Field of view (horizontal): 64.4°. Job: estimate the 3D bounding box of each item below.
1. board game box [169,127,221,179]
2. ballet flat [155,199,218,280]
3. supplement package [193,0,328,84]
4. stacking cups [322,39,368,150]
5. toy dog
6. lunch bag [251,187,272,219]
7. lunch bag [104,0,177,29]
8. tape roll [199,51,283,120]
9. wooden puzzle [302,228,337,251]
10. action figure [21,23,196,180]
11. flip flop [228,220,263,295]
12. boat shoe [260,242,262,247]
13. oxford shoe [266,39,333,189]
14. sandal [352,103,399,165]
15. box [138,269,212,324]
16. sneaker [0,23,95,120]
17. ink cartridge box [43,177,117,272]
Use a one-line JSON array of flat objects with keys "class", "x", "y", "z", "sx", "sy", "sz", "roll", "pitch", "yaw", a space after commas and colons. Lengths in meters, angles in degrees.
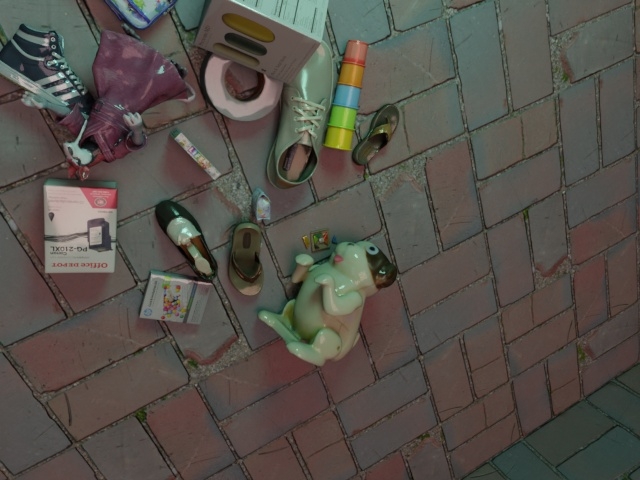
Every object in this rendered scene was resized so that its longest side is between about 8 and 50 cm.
[{"class": "board game box", "x": -0.344, "y": -0.238, "z": 1.397, "sx": 0.026, "sy": 0.103, "sz": 0.154, "roll": -44, "pitch": 120, "yaw": -4}, {"class": "ballet flat", "x": -0.376, "y": 0.006, "z": 1.478, "sx": 0.095, "sy": 0.096, "sz": 0.280, "roll": -35, "pitch": 119, "yaw": -8}, {"class": "supplement package", "x": -0.143, "y": -0.559, "z": 1.250, "sx": 0.263, "sy": 0.199, "sz": 0.197, "roll": 17, "pitch": 68, "yaw": -22}, {"class": "stacking cups", "x": 0.073, "y": -0.433, "z": 1.526, "sx": 0.096, "sy": 0.096, "sz": 0.315, "roll": 2, "pitch": 104, "yaw": -25}, {"class": "toy dog", "x": 0.068, "y": 0.187, "z": 1.642, "sx": 0.396, "sy": 0.285, "sz": 0.407, "roll": 32, "pitch": 92, "yaw": -30}, {"class": "lunch bag", "x": -0.178, "y": -0.111, "z": 1.537, "sx": 0.053, "sy": 0.071, "sz": 0.083, "roll": -7, "pitch": 111, "yaw": -20}, {"class": "lunch bag", "x": -0.454, "y": -0.629, "z": 1.214, "sx": 0.176, "sy": 0.090, "sz": 0.219, "roll": -42, "pitch": 119, "yaw": -1}, {"class": "tape roll", "x": -0.215, "y": -0.441, "z": 1.398, "sx": 0.220, "sy": 0.072, "sz": 0.219, "roll": -8, "pitch": 113, "yaw": -21}, {"class": "wooden puzzle", "x": 0.000, "y": 0.000, "z": 1.690, "sx": 0.117, "sy": 0.014, "sz": 0.078, "roll": -20, "pitch": 116, "yaw": -17}, {"class": "action figure", "x": -0.497, "y": -0.306, "z": 1.210, "sx": 0.248, "sy": 0.276, "sz": 0.369, "roll": 28, "pitch": 86, "yaw": 1}, {"class": "flip flop", "x": -0.221, "y": 0.069, "z": 1.556, "sx": 0.113, "sy": 0.080, "sz": 0.276, "roll": -4, "pitch": 128, "yaw": -17}, {"class": "boat shoe", "x": -0.219, "y": -0.011, "z": 1.579, "sx": 0.100, "sy": 0.035, "sz": 0.035, "roll": 27, "pitch": 99, "yaw": -23}, {"class": "oxford shoe", "x": -0.047, "y": -0.356, "z": 1.474, "sx": 0.169, "sy": 0.130, "sz": 0.448, "roll": 9, "pitch": 104, "yaw": -25}, {"class": "sandal", "x": 0.184, "y": -0.332, "z": 1.622, "sx": 0.090, "sy": 0.060, "sz": 0.219, "roll": 37, "pitch": 91, "yaw": -30}, {"class": "box", "x": -0.440, "y": 0.175, "z": 1.547, "sx": 0.186, "sy": 0.038, "sz": 0.145, "roll": 13, "pitch": 103, "yaw": -26}, {"class": "sneaker", "x": -0.610, "y": -0.396, "z": 1.224, "sx": 0.282, "sy": 0.099, "sz": 0.153, "roll": 30, "pitch": 96, "yaw": -27}, {"class": "ink cartridge box", "x": -0.632, "y": -0.037, "z": 1.345, "sx": 0.172, "sy": 0.100, "sz": 0.237, "roll": 1, "pitch": 108, "yaw": -24}]
